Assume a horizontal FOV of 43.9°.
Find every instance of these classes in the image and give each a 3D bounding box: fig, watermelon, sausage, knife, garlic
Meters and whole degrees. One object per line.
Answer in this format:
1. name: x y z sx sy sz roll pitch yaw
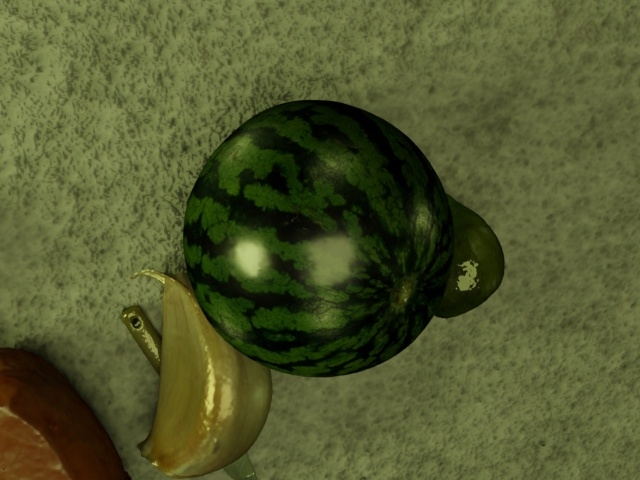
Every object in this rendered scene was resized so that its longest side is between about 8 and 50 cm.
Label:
1. fig: 0.152 0.007 0.956 0.123 0.123 0.156 -28 95 -5
2. watermelon: 0.000 0.000 0.832 0.285 0.285 0.285 -3 104 -12
3. sausage: -0.322 0.238 0.889 0.153 0.141 0.268 -29 110 -5
4. knife: -0.152 0.200 0.983 0.047 0.017 0.298 -33 107 -14
5. garlic: -0.137 0.154 0.920 0.164 0.145 0.245 -1 92 4

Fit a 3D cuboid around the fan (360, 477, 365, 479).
1. fan: 0.048 0.358 1.073 0.056 0.004 0.083 14 99 -16
